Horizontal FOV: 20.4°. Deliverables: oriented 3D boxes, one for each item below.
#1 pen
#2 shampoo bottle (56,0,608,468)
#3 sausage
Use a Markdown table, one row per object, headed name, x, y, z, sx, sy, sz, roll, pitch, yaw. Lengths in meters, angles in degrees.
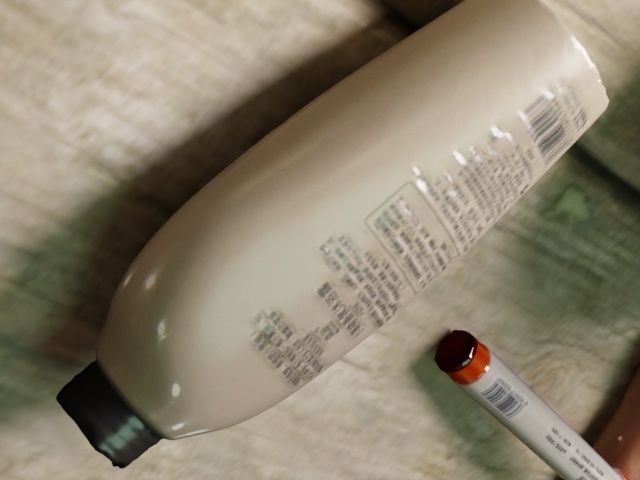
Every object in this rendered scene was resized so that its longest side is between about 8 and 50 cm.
| name | x | y | z | sx | sy | sz | roll | pitch | yaw |
| --- | --- | --- | --- | --- | --- | --- | --- | --- | --- |
| pen | 0.132 | 0.114 | 0.983 | 0.028 | 0.028 | 0.239 | -44 | 133 | 4 |
| shampoo bottle | 0.000 | 0.000 | 0.738 | 0.257 | 0.078 | 0.127 | -41 | 149 | -4 |
| sausage | 0.177 | 0.129 | 1.064 | 0.043 | 0.043 | 0.186 | 1 | 128 | -42 |
